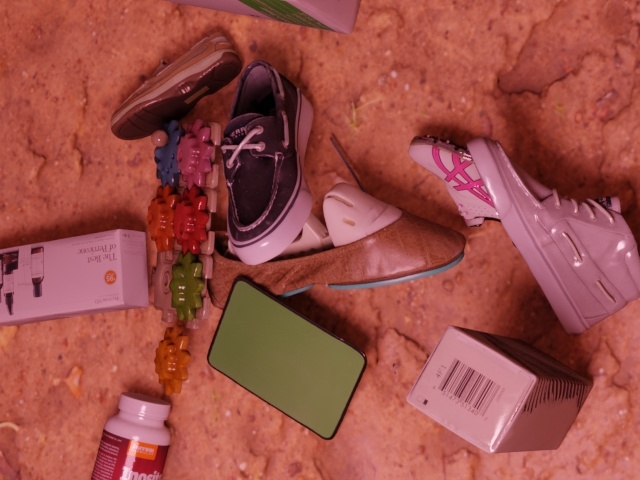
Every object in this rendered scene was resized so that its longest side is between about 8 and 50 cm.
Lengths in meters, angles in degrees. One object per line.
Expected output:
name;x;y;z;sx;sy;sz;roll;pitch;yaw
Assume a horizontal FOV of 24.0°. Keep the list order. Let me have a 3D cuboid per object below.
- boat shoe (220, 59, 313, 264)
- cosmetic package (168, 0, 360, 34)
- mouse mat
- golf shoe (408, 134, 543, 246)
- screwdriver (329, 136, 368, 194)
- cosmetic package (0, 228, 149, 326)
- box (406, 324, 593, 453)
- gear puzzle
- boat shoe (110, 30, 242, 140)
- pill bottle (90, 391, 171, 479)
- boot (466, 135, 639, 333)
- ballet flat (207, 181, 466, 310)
boat shoe;-0.071;-0.100;1.752;0.108;0.102;0.301;-22;37;26
cosmetic package;-0.140;-0.372;1.848;0.365;0.197;0.155;13;90;24
mouse mat;-0.043;0.143;1.800;0.189;0.007;0.153;31;128;11
golf shoe;0.175;-0.061;1.755;0.186;0.067;0.086;29;97;22
screwdriver;0.056;-0.057;1.830;0.024;0.025;0.170;-36;69;15
cosmetic package;-0.332;0.050;1.933;0.239;0.060;0.099;-10;82;30
box;0.198;0.161;1.609;0.113;0.275;0.094;31;96;21
gear puzzle;-0.184;0.020;1.848;0.175;0.044;0.339;6;93;61
boat shoe;-0.191;-0.200;1.926;0.190;0.068;0.072;-30;62;6
pill bottle;-0.235;0.270;1.875;0.086;0.086;0.152;14;90;23
boot;0.270;-0.027;1.668;0.123;0.095;0.258;-30;108;9
ballet flat;0.000;0.000;1.772;0.342;0.116;0.124;-11;108;32
